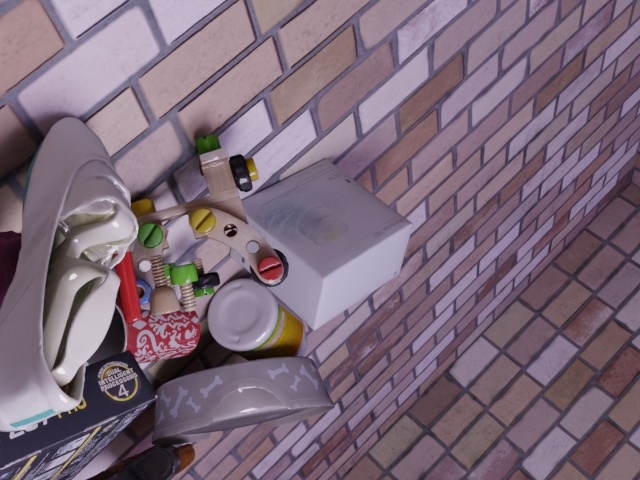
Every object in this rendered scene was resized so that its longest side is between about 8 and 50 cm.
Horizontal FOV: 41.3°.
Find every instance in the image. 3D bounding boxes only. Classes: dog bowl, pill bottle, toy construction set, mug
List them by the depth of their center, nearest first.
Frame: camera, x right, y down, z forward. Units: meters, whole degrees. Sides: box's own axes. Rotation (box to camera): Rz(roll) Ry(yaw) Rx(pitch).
[{"bbox_3d":[-0.200,-0.026,1.212,0.309,0.257,0.237,-16,96,-72],"label":"toy construction set"},{"bbox_3d":[-0.297,0.143,1.366,0.169,0.150,0.113,3,92,-53],"label":"mug"},{"bbox_3d":[-0.152,0.305,1.617,0.348,0.102,0.349,-11,165,-3],"label":"dog bowl"},{"bbox_3d":[-0.110,0.172,1.647,0.136,0.136,0.246,-48,153,-4],"label":"pill bottle"}]

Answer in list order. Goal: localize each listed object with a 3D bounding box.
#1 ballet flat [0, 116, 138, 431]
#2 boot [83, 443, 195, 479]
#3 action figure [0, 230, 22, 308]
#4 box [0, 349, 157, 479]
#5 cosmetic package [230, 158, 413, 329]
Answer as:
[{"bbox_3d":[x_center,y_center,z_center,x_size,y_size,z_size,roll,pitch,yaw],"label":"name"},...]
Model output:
[{"bbox_3d":[-0.275,0.023,0.964,0.139,0.139,0.401,81,13,-57],"label":"ballet flat"},{"bbox_3d":[-0.363,0.445,1.545,0.264,0.096,0.280,-36,173,-10],"label":"boot"},{"bbox_3d":[-0.494,0.063,0.937,0.275,0.248,0.370,-17,161,39],"label":"action figure"},{"bbox_3d":[-0.456,0.325,1.215,0.318,0.097,0.395,-21,163,-48],"label":"box"},{"bbox_3d":[0.000,0.000,1.497,0.224,0.224,0.138,-31,148,-35],"label":"cosmetic package"}]
